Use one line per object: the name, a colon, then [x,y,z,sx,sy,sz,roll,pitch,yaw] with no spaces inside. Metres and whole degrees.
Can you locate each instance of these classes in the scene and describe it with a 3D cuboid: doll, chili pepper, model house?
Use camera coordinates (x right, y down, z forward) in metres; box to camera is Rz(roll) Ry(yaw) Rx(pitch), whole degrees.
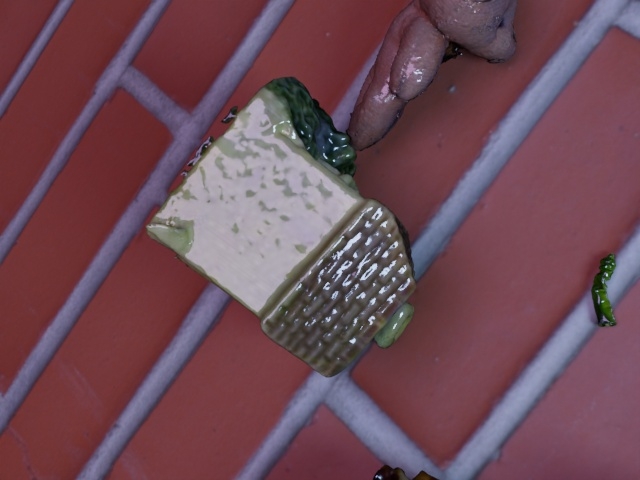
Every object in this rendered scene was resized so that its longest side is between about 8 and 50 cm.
doll: [0.147,-0.228,1.060,0.303,0.156,0.201,-58,15,31]
chili pepper: [0.314,0.054,0.952,0.027,0.022,0.083,-14,70,63]
model house: [0.000,0.000,1.007,0.266,0.321,0.261,41,90,15]

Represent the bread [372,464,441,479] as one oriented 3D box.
bread: [0.125,0.414,0.868,0.324,0.167,0.277,33,92,17]
